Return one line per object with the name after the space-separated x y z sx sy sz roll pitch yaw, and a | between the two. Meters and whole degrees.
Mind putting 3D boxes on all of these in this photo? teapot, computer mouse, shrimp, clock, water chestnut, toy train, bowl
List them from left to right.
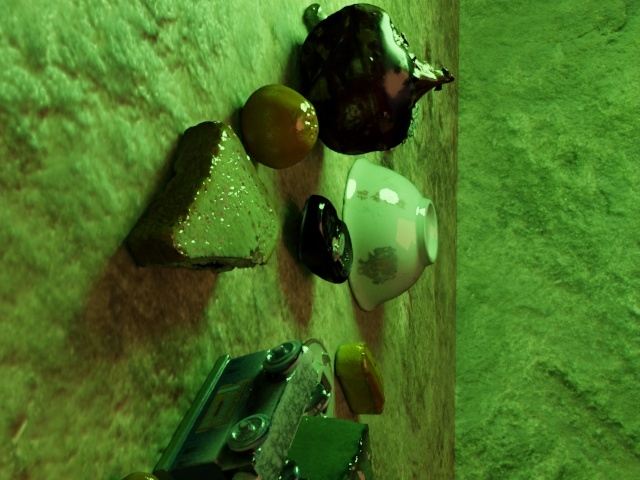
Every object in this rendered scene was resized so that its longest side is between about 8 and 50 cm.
-0.112 0.277 1.191 0.131 0.201 0.300 61 29 -21 | toy train
-0.014 0.334 1.675 0.244 0.056 0.245 -2 90 -70 | clock
-0.005 -0.520 1.816 0.067 0.057 0.083 55 7 29 | teapot
0.000 0.000 1.700 0.233 0.096 0.137 60 28 -45 | computer mouse
0.126 -0.363 1.753 0.335 0.346 0.336 -7 90 -80 | water chestnut
0.216 -0.021 2.168 0.435 0.195 0.435 -3 90 -71 | bowl
0.254 -0.388 2.442 0.343 0.116 0.145 -79 157 -51 | shrimp

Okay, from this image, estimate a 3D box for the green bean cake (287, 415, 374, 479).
-0.025 0.408 1.377 0.222 0.227 0.125 -47 129 -64 | green bean cake

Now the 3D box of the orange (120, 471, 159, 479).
-0.238 0.342 1.012 0.085 0.084 0.085 -2 90 -71 | orange

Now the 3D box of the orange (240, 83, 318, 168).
-0.074 -0.213 1.451 0.159 0.136 0.159 -4 90 -68 | orange

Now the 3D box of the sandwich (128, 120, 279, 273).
-0.167 -0.013 1.213 0.289 0.099 0.254 -73 152 -45 | sandwich

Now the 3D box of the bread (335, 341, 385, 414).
0.109 0.352 1.974 0.102 0.094 0.246 -80 158 -46 | bread
